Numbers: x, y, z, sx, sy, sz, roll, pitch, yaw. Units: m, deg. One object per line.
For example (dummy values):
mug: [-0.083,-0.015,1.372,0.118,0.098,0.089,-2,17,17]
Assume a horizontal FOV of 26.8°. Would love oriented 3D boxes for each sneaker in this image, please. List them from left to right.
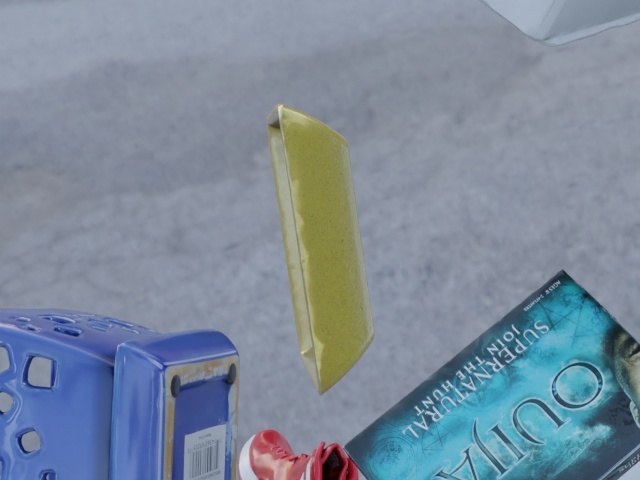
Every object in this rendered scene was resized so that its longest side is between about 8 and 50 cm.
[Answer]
sneaker: [-0.012,0.239,1.369,0.128,0.087,0.221,-52,27,17]

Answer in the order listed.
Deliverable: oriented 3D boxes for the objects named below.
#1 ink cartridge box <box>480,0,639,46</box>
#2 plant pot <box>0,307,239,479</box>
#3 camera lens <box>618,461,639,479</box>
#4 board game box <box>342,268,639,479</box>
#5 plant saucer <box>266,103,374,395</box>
ink cartridge box: [0.186,-0.273,0.689,0.129,0.307,0.223,41,35,20]
plant pot: [-0.197,0.180,1.175,0.212,0.236,0.236,2,0,18]
camera lens: [0.337,0.293,1.356,0.219,0.274,0.219,-24,40,22]
board game box: [0.124,0.119,0.840,0.186,0.026,0.126,-39,58,-7]
plant saucer: [0.000,0.000,1.653,0.080,0.333,0.333,-8,3,-4]
